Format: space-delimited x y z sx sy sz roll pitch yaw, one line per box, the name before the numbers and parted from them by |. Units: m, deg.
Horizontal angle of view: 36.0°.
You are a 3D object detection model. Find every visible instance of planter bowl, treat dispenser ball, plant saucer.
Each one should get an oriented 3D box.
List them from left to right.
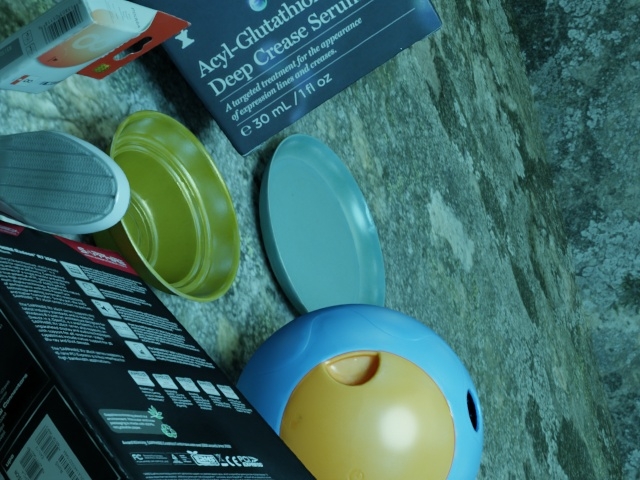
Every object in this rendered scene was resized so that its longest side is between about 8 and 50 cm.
planter bowl | -0.186 -0.024 1.068 0.217 0.090 0.217 44 35 -43
plant saucer | 0.000 0.000 1.443 0.317 0.044 0.317 40 40 -45
treat dispenser ball | 0.039 0.215 1.115 0.288 0.288 0.288 39 42 -46

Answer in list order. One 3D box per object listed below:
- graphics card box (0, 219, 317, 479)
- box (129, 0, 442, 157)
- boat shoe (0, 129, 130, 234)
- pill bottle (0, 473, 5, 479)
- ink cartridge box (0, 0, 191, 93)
graphics card box | -0.170 0.127 0.801 0.371 0.094 0.233 42 11 32
box | -0.091 -0.357 1.168 0.395 0.293 0.212 54 5 -28
boat shoe | -0.246 -0.054 0.851 0.076 0.226 0.083 25 82 -64
pill bottle | -0.213 0.221 0.842 0.208 0.119 0.119 22 55 -55
ink cartridge box | -0.235 -0.195 1.026 0.179 0.145 0.045 4 65 -61
